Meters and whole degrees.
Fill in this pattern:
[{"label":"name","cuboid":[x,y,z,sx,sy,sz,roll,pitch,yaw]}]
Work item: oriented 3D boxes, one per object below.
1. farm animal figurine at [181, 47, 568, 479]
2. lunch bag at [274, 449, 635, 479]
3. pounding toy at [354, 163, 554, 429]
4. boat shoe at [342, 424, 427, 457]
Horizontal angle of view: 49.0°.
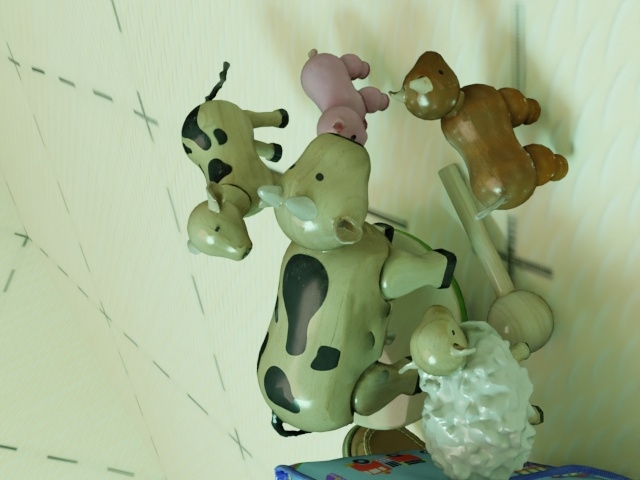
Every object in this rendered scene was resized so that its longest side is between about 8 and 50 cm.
[{"label":"farm animal figurine","cuboid":[0.000,0.000,0.540,0.330,0.172,0.327,2,94,45]},{"label":"lunch bag","cuboid":[0.140,0.222,0.479,0.293,0.221,0.138,-16,71,49]},{"label":"pounding toy","cuboid":[0.094,0.064,0.659,0.237,0.110,0.183,-37,68,32]},{"label":"boat shoe","cuboid":[0.153,0.306,0.745,0.307,0.110,0.104,47,145,7]}]
